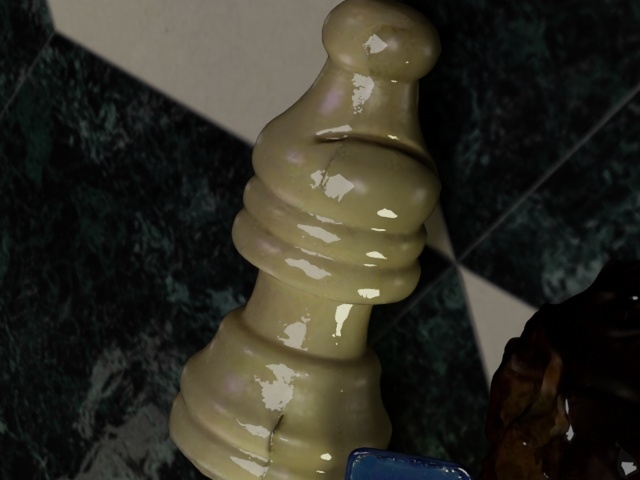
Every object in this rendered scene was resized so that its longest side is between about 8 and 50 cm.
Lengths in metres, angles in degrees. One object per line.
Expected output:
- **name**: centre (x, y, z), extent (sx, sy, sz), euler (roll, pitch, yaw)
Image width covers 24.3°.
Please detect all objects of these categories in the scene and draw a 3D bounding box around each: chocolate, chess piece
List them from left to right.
- **chess piece**: centre (0.000, 0.000, 0.906), extent (0.139, 0.124, 0.307), euler (47, 129, 55)
- **chocolate**: centre (0.144, 0.134, 0.773), extent (0.206, 0.177, 0.224), euler (-10, 95, 41)

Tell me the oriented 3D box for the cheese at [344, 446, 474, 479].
- **cheese**: centre (0.041, 0.224, 0.925), extent (0.155, 0.062, 0.244), euler (9, 126, 1)
